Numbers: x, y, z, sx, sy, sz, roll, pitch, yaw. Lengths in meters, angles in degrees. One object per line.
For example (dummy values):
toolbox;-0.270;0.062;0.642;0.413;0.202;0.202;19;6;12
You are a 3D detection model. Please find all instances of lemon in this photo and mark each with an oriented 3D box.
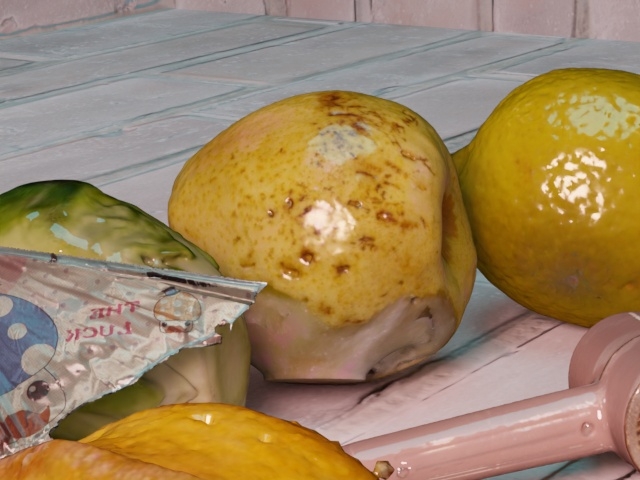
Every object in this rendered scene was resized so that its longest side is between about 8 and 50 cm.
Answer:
lemon;0.257;-0.040;1.742;0.267;0.267;0.267;-1;15;0

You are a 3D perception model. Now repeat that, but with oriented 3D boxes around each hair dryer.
hair dryer;0.132;0.138;1.380;0.344;0.107;0.189;-11;10;-5

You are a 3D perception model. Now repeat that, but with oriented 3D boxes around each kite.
kite;-0.221;0.115;1.305;0.406;0.014;0.368;-31;56;-14

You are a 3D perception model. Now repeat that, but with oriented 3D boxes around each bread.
bread;-0.070;0.185;1.042;0.340;0.179;0.194;9;17;33

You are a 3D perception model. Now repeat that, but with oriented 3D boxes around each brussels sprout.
brussels sprout;-0.175;0.065;1.468;0.271;0.210;0.219;14;-4;30

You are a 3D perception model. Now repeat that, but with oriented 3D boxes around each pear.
pear;0.000;0.000;1.607;0.271;0.271;0.271;-1;15;0
